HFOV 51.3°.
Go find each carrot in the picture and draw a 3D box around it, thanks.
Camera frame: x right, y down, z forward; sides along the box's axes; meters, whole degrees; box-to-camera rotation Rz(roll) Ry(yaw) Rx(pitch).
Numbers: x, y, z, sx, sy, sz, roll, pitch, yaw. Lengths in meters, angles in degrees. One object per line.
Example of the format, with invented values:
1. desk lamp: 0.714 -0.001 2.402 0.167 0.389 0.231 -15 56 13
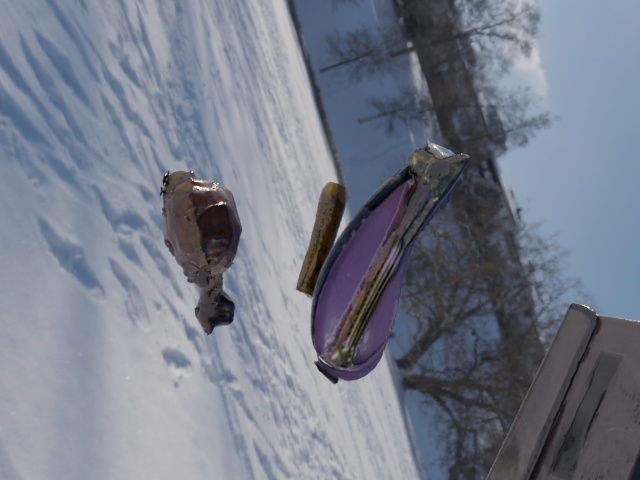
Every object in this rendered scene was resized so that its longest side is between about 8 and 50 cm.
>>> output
1. carrot: 0.000 0.000 0.964 0.042 0.042 0.171 28 80 -83

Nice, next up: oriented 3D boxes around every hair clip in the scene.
1. hair clip: 0.084 0.018 0.882 0.095 0.359 0.110 28 -7 38

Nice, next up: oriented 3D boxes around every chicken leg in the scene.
1. chicken leg: -0.145 0.026 0.868 0.304 0.093 0.113 94 -10 -57

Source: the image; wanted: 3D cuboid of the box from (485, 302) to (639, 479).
1. box: 0.323 0.230 0.721 0.188 0.252 0.153 44 -22 -29
